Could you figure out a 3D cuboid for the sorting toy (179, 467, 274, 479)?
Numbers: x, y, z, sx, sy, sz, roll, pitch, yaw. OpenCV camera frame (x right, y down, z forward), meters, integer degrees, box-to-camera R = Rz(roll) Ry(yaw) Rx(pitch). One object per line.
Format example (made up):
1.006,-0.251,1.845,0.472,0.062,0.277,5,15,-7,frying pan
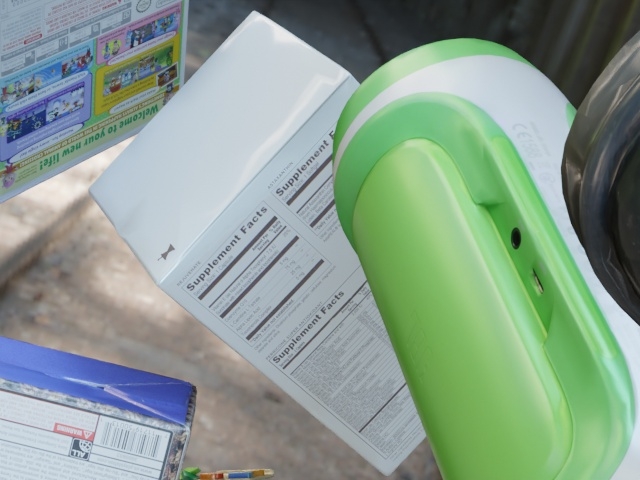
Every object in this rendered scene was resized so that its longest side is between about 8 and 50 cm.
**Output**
-0.087,0.197,1.233,0.083,0.012,0.062,-5,-1,20,sorting toy

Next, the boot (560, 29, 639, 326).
0.273,0.113,0.293,0.367,0.146,0.445,23,21,-22,boot

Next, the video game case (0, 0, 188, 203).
-0.179,-0.149,1.141,0.023,0.193,0.212,28,40,27,video game case

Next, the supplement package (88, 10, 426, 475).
0.000,0.000,1.137,0.262,0.198,0.199,43,1,-31,supplement package

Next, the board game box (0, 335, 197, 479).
-0.240,0.233,1.117,0.232,0.291,0.141,15,6,-4,board game box

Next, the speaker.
0.094,0.044,0.626,0.131,0.131,0.297,12,39,-30,speaker
